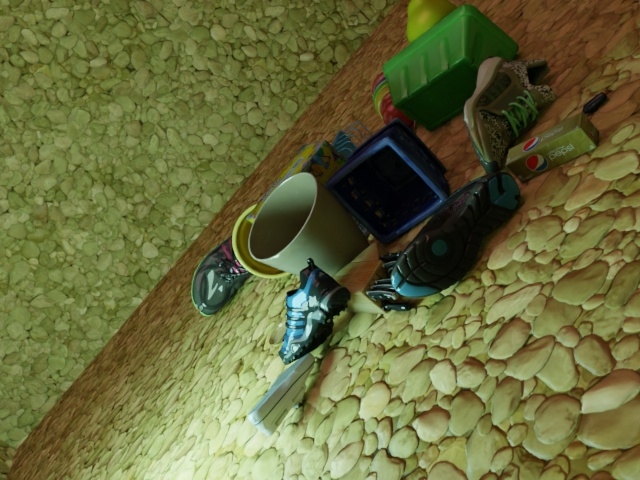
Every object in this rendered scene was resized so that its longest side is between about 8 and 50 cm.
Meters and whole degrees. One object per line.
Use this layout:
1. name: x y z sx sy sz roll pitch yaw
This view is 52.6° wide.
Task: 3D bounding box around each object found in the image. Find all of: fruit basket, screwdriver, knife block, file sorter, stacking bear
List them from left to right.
1. file sorter: 0.115 -0.324 2.322 0.105 0.118 0.170 -27 29 41
2. knife block: 0.116 0.123 1.514 0.276 0.088 0.242 -40 20 22
3. stacking bear: 0.264 -0.466 2.224 0.175 0.164 0.289 -40 25 24
4. fruit basket: 0.376 -0.576 1.968 0.392 0.283 0.391 -39 36 36
5. screwdriver: 0.550 -0.255 1.408 0.170 0.025 0.024 -48 18 30

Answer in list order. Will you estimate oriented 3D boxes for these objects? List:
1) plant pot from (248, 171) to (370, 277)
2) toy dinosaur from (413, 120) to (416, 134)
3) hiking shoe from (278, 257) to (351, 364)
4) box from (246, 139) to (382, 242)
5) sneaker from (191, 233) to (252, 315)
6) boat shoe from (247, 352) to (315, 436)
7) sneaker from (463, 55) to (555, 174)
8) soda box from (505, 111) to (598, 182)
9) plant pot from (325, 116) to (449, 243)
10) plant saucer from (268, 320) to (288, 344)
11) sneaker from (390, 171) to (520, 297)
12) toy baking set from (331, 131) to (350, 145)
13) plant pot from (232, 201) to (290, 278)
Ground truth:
1. plant pot: 0.000 0.000 1.685 0.256 0.274 0.256 -34 38 32
2. toy dinosaur: 0.235 -0.233 1.891 0.211 0.112 0.064 -40 20 23
3. hiking shoe: -0.035 0.180 1.574 0.113 0.132 0.304 -18 -31 -46
4. box: -0.004 -0.087 1.886 0.290 0.279 0.177 -53 19 -12
5. sneaker: -0.302 0.067 2.389 0.482 0.185 0.202 -53 15 -7
6. boat shoe: -0.077 0.361 1.514 0.226 0.075 0.083 -43 5 -34
7. sneaker: 0.463 -0.325 1.559 0.182 0.158 0.410 -10 45 35
8. soda box: 0.482 -0.193 1.356 0.181 0.061 0.058 -29 27 45
9. plant pot: 0.189 -0.171 1.716 0.236 0.236 0.212 -37 15 32
10. plant saucer: -0.115 0.268 1.853 0.083 0.015 0.083 -43 20 19
11. sneaker: 0.280 -0.008 1.391 0.341 0.125 0.140 -42 11 -8
12. toy baking set: 0.047 -0.347 2.652 0.197 0.030 0.256 -36 23 25
13. plant pot: -0.154 -0.015 2.162 0.254 0.254 0.239 -48 5 4
